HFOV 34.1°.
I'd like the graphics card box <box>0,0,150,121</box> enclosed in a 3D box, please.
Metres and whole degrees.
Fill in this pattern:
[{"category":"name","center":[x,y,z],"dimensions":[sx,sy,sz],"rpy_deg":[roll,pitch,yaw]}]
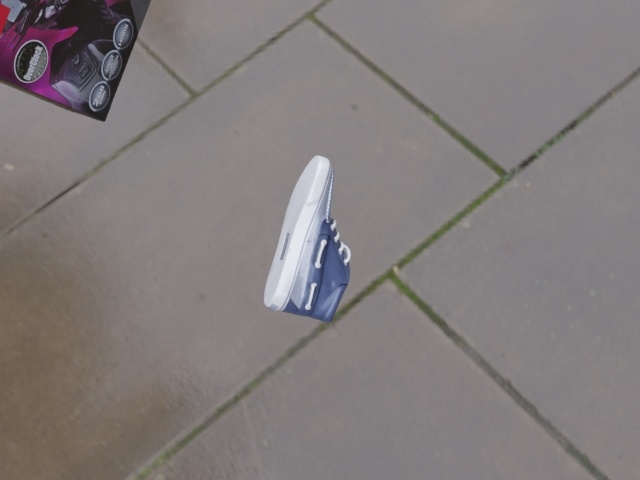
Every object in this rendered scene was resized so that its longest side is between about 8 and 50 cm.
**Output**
[{"category":"graphics card box","center":[-0.372,-0.310,1.316],"dimensions":[0.094,0.371,0.233],"rpy_deg":[21,89,26]}]

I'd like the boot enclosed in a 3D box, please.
[{"category":"boot","center":[0.000,0.000,1.245],"dimensions":[0.086,0.069,0.190],"rpy_deg":[18,92,-19]}]
